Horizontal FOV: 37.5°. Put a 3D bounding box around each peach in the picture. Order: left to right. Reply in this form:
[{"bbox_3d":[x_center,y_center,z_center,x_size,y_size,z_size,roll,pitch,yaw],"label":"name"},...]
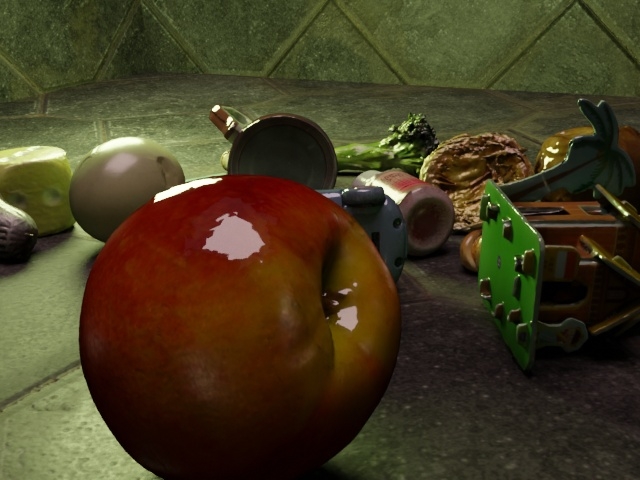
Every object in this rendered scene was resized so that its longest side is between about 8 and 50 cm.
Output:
[{"bbox_3d":[-0.105,0.104,1.093,0.388,0.388,0.388,-2,18,1],"label":"peach"}]

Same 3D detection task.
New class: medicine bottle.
[{"bbox_3d":[0.152,-0.065,1.872,0.147,0.147,0.247,-10,20,-21],"label":"medicine bottle"}]

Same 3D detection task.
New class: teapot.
[{"bbox_3d":[-0.115,-0.200,2.115,0.315,0.233,0.312,36,8,-7],"label":"teapot"}]

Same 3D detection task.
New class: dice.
[{"bbox_3d":[-0.631,-0.108,2.051,0.169,0.169,0.166,-11,21,-25],"label":"dice"}]

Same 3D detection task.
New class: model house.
[{"bbox_3d":[0.423,-0.017,1.399,0.323,0.340,0.300,0,20,-5],"label":"model house"}]

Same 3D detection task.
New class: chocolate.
[{"bbox_3d":[-0.664,-0.056,1.890,0.248,0.110,0.110,38,29,9],"label":"chocolate"}]

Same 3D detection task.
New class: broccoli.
[{"bbox_3d":[0.151,-0.224,2.398,0.304,0.165,0.145,-11,24,11],"label":"broccoli"}]

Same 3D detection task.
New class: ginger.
[{"bbox_3d":[0.576,-0.136,1.940,0.269,0.201,0.223,2,17,14],"label":"ginger"}]

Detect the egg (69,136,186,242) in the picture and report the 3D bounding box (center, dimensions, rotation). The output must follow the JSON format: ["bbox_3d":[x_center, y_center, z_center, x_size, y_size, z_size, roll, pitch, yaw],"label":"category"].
[{"bbox_3d":[-0.391,-0.101,1.927,0.219,0.219,0.269,3,21,17],"label":"egg"}]

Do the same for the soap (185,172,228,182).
[{"bbox_3d":[-0.283,-0.100,2.153,0.198,0.063,0.114,-11,22,-25],"label":"soap"}]

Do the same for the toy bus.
[{"bbox_3d":[0.000,0.000,1.644,0.294,0.197,0.232,-4,9,-3],"label":"toy bus"}]

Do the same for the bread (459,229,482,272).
[{"bbox_3d":[0.330,0.022,1.687,0.119,0.084,0.177,-17,19,-39],"label":"bread"}]

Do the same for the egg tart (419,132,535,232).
[{"bbox_3d":[0.325,-0.110,1.966,0.252,0.232,0.098,-37,-16,-4],"label":"egg tart"}]

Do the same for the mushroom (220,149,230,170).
[{"bbox_3d":[-0.155,-0.198,2.384,0.270,0.103,0.118,3,18,32],"label":"mushroom"}]
